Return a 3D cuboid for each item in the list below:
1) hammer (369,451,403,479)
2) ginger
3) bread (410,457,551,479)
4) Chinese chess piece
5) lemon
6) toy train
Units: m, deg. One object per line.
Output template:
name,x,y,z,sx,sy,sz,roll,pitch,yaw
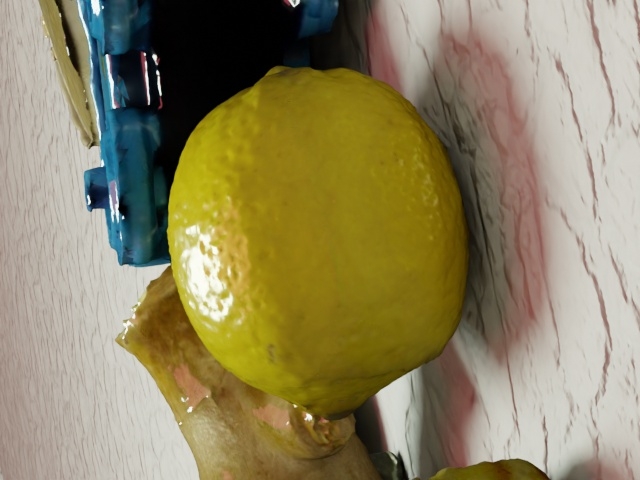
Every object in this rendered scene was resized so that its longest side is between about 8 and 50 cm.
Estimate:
hammer,0.026,0.249,1.427,0.297,0.027,0.125,101,157,-51
ginger,-0.010,0.202,1.228,0.375,0.166,0.236,61,169,-28
bread,0.084,0.249,1.036,0.184,0.110,0.234,-46,55,58
Chinese chess piece,-0.196,-0.209,1.727,0.257,0.104,0.257,163,90,-80
lemon,0.001,-0.003,1.120,0.180,0.180,0.193,123,159,-67
toy train,-0.078,-0.119,1.317,0.265,0.188,0.300,-127,31,-73
